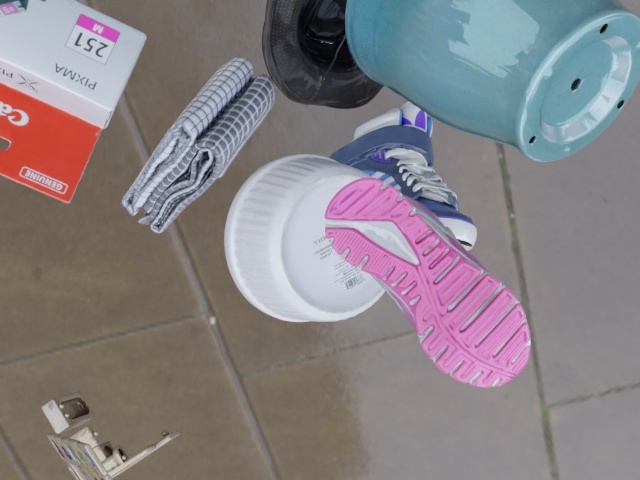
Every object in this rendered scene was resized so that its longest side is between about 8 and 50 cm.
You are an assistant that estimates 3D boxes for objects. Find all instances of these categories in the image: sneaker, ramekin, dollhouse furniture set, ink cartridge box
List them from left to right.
[{"bbox_3d":[-0.382,-0.207,1.200,0.275,0.239,0.060,24,151,-13],"label":"ink cartridge box"},{"bbox_3d":[-0.333,0.291,1.588,0.123,0.144,0.151,-33,83,5],"label":"dollhouse furniture set"},{"bbox_3d":[0.000,0.000,1.179,0.207,0.109,0.207,-3,96,-29],"label":"ramekin"},{"bbox_3d":[0.141,-0.114,1.549,0.130,0.322,0.236,17,85,-32],"label":"sneaker"},{"bbox_3d":[0.111,0.032,0.967,0.103,0.111,0.252,-39,97,11],"label":"sneaker"}]

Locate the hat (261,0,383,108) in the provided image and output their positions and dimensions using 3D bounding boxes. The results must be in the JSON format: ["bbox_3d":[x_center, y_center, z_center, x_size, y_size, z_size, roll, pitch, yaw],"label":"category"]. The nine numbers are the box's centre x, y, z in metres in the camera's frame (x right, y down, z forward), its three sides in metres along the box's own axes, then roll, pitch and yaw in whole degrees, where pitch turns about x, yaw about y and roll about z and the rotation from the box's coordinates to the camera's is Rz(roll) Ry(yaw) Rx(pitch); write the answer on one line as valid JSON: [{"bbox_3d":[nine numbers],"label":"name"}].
[{"bbox_3d":[0.018,-0.374,1.599,0.331,0.134,0.331,-24,136,-25],"label":"hat"}]

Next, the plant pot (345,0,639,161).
[{"bbox_3d":[0.209,-0.230,1.101,0.271,0.255,0.272,-24,139,-23],"label":"plant pot"}]

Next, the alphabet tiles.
[{"bbox_3d":[-0.233,0.328,1.155,0.009,0.198,0.237,-36,100,-26],"label":"alphabet tiles"}]

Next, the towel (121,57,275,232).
[{"bbox_3d":[-0.208,-0.157,1.716,0.121,0.235,0.283,37,137,-8],"label":"towel"}]
